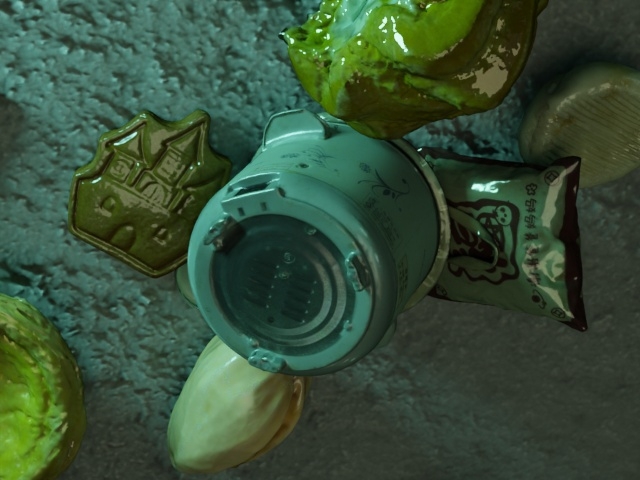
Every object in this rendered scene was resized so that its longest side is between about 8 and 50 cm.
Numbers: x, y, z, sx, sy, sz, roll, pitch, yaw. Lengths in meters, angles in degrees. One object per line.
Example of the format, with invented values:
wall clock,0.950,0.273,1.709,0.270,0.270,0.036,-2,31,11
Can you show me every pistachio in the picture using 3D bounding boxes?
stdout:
pistachio,-0.109,0.203,1.984,0.157,0.157,0.229,27,116,-20

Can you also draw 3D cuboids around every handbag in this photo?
handbag,0.216,-0.011,1.894,0.127,0.235,0.213,-30,121,-43

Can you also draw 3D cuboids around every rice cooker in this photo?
rice cooker,0.000,0.000,1.815,0.264,0.317,0.317,-16,121,26

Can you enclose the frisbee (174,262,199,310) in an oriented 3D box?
frisbee,-0.127,0.042,1.968,0.110,0.014,0.110,-3,117,-6

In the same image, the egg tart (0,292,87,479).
egg tart,-0.451,0.188,1.928,0.345,0.132,0.345,-3,116,-7

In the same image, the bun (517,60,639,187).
bun,0.319,-0.151,1.886,0.183,0.102,0.183,-10,135,-10

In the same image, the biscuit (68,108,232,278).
biscuit,-0.195,-0.066,1.885,0.182,0.034,0.215,30,108,-17

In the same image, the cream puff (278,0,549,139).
cream puff,0.141,-0.247,1.700,0.274,0.270,0.323,9,103,-49
